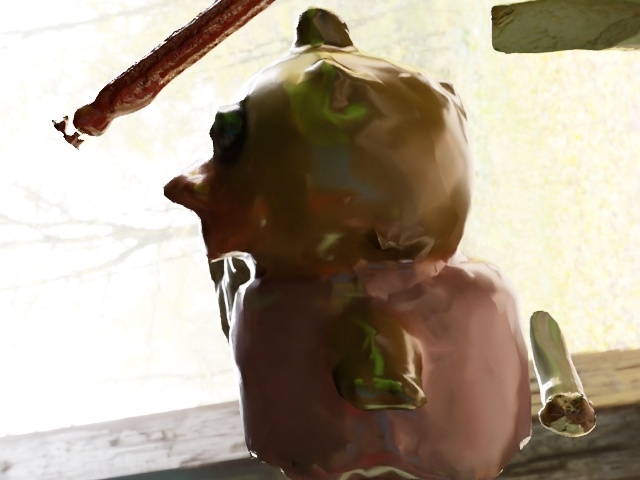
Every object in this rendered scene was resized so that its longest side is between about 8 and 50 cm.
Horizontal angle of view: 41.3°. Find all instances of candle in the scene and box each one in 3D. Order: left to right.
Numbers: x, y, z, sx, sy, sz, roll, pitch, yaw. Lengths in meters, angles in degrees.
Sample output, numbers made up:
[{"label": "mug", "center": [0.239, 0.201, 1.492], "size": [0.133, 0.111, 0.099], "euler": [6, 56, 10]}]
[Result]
[{"label": "candle", "center": [-0.181, -0.216, 1.021], "size": [0.051, 0.329, 0.048], "euler": [39, -160, -58]}]

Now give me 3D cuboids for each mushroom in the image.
[{"label": "mushroom", "center": [0.360, 0.202, 1.311], "size": [0.209, 0.084, 0.071], "euler": [-94, 8, -45]}, {"label": "mushroom", "center": [0.368, -0.260, 0.987], "size": [0.107, 0.333, 0.087], "euler": [-76, -20, -66]}]

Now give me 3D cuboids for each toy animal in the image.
[{"label": "toy animal", "center": [0.018, 0.017, 0.453], "size": [0.195, 0.169, 0.281], "euler": [178, 74, -80]}]

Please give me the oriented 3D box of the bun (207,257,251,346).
[{"label": "bun", "center": [0.000, 0.000, 0.853], "size": [0.365, 0.220, 0.365], "euler": [-170, 90, -85]}]
